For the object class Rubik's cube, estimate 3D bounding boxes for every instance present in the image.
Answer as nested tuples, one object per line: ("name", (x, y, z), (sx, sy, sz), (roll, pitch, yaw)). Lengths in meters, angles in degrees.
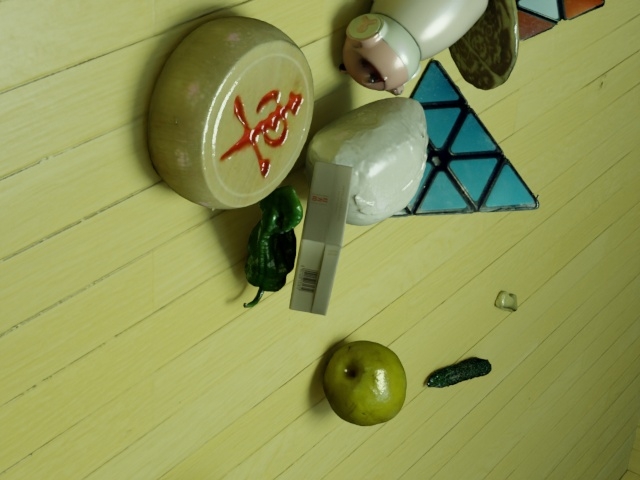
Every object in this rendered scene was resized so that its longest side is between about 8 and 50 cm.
("Rubik's cube", (0.291, -0.485, 2.021), (0.234, 0.284, 0.249), (19, 67, -40))
("Rubik's cube", (0.205, -0.119, 2.057), (0.233, 0.228, 0.228), (-42, -152, 29))

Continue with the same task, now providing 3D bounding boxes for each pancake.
("pancake", (0.246, -0.359, 1.893), (0.031, 0.250, 0.250), (-9, 124, -16))

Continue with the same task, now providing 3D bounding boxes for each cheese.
("cheese", (0.065, -0.113, 1.817), (0.198, 0.154, 0.189), (-33, 139, -26))
("cheese", (0.418, 0.135, 2.703), (0.083, 0.030, 0.044), (21, 70, -56))

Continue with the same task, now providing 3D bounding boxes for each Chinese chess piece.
("Chinese chess piece", (-0.111, -0.162, 1.557), (0.251, 0.097, 0.250), (-36, 138, -41))

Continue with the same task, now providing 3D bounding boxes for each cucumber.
("cucumber", (0.297, 0.283, 2.594), (0.257, 0.043, 0.044), (-6, 110, -57))

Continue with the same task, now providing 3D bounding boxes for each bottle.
("bottle", (0.126, -0.318, 1.801), (0.236, 0.148, 0.147), (-48, 147, -15))

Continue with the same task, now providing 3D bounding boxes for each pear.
("pear", (0.078, 0.249, 2.108), (0.148, 0.149, 0.162), (-61, 151, -11))

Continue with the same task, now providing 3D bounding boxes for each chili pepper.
("chili pepper", (-0.068, 0.002, 1.710), (0.257, 0.074, 0.100), (100, -9, -59))

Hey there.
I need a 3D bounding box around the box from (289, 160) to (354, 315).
("box", (0.000, 0.000, 1.721), (0.201, 0.058, 0.141), (100, 0, -57))
